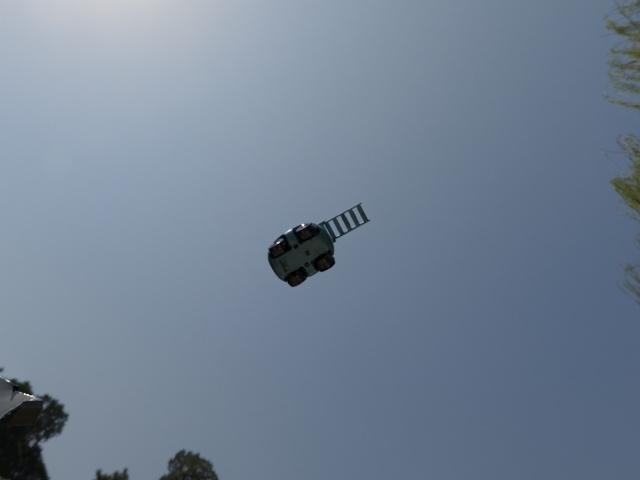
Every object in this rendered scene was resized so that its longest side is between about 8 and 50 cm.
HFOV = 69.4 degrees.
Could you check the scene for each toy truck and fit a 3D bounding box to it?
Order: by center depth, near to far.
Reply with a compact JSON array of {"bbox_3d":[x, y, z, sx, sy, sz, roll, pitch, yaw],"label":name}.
[{"bbox_3d":[0.000,0.000,0.570,0.136,0.074,0.063,-27,-80,2],"label":"toy truck"}]

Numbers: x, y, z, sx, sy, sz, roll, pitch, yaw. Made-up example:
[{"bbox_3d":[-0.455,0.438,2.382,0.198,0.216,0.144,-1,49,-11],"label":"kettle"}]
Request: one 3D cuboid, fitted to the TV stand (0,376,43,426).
[{"bbox_3d":[-0.513,0.196,0.658,0.256,0.049,0.040,19,-105,16],"label":"TV stand"}]
